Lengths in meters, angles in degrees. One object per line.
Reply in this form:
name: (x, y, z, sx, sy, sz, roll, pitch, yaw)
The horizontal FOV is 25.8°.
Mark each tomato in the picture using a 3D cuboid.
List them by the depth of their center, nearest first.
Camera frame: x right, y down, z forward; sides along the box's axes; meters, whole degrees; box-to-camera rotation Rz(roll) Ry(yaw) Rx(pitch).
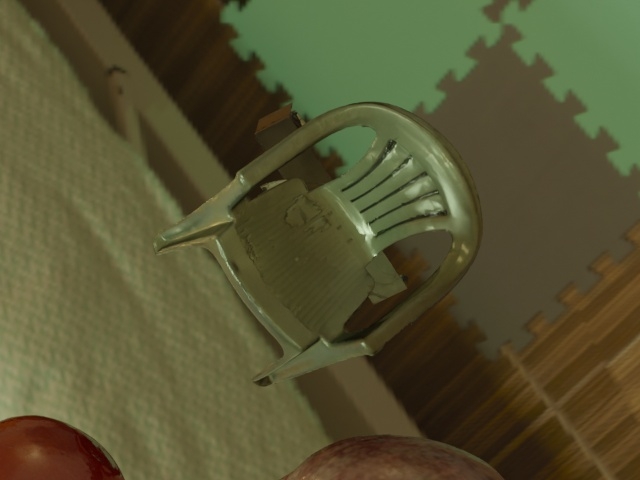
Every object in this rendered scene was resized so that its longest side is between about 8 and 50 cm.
tomato: (-0.216, 0.215, 0.960, 0.136, 0.195, 0.195, 41, 119, 7)

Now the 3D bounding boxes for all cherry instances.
cherry: (0.062, 0.255, 1.193, 0.250, 0.192, 0.175, 18, 150, 25)

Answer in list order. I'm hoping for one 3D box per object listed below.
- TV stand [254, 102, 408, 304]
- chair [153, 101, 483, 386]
TV stand: (0.016, -0.039, 1.590, 0.049, 0.040, 0.256, -27, 114, 19)
chair: (0.000, 0.000, 1.317, 0.203, 0.190, 0.275, 55, 155, -7)
